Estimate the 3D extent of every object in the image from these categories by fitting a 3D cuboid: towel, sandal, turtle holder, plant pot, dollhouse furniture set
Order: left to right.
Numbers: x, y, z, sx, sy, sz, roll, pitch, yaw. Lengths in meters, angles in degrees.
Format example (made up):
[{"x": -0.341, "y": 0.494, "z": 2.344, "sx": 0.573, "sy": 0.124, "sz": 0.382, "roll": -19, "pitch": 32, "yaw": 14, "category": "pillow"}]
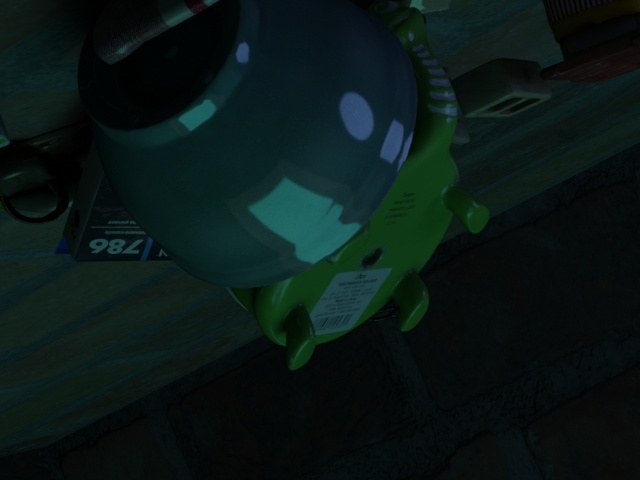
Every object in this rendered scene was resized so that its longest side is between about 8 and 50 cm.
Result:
[{"x": -0.310, "y": -0.051, "z": 1.989, "sx": 0.090, "sy": 0.060, "sz": 0.219, "roll": -23, "pitch": 170, "yaw": 2, "category": "sandal"}, {"x": -0.090, "y": -0.130, "z": 1.596, "sx": 0.293, "sy": 0.293, "sz": 0.196, "roll": -27, "pitch": 143, "yaw": 21, "category": "plant pot"}, {"x": -0.013, "y": -0.259, "z": 1.352, "sx": 0.329, "sy": 0.037, "sz": 0.237, "roll": -28, "pitch": -160, "yaw": 21, "category": "towel"}, {"x": 0.004, "y": -0.055, "z": 1.745, "sx": 0.243, "sy": 0.227, "sz": 0.320, "roll": -28, "pitch": 149, "yaw": -24, "category": "turtle holder"}, {"x": 0.167, "y": -0.225, "z": 1.845, "sx": 0.374, "sy": 0.201, "sz": 0.152, "roll": -21, "pitch": 173, "yaw": 28, "category": "dollhouse furniture set"}]

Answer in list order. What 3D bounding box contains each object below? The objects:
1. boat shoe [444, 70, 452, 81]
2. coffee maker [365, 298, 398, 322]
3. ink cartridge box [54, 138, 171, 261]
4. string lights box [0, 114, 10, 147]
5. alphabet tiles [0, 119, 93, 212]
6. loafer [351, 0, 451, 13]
[{"x": 0.046, "y": -0.105, "z": 2.352, "sx": 0.341, "sy": 0.110, "sz": 0.121, "roll": -32, "pitch": 172, "yaw": -17, "category": "boat shoe"}, {"x": 0.000, "y": 0.000, "z": 1.986, "sx": 0.120, "sy": 0.178, "sz": 0.171, "roll": -23, "pitch": 156, "yaw": 11, "category": "coffee maker"}, {"x": -0.171, "y": -0.057, "z": 1.934, "sx": 0.165, "sy": 0.065, "sz": 0.332, "roll": -1, "pitch": 145, "yaw": -21, "category": "ink cartridge box"}, {"x": -0.363, "y": -0.116, "z": 1.508, "sx": 0.133, "sy": 0.076, "sz": 0.259, "roll": -22, "pitch": 170, "yaw": 2, "category": "string lights box"}, {"x": -0.316, "y": -0.079, "z": 2.031, "sx": 0.198, "sy": 0.009, "sz": 0.237, "roll": -20, "pitch": 169, "yaw": -19, "category": "alphabet tiles"}, {"x": 0.100, "y": -0.266, "z": 1.735, "sx": 0.102, "sy": 0.092, "sz": 0.268, "roll": -16, "pitch": 168, "yaw": -37, "category": "loafer"}]
